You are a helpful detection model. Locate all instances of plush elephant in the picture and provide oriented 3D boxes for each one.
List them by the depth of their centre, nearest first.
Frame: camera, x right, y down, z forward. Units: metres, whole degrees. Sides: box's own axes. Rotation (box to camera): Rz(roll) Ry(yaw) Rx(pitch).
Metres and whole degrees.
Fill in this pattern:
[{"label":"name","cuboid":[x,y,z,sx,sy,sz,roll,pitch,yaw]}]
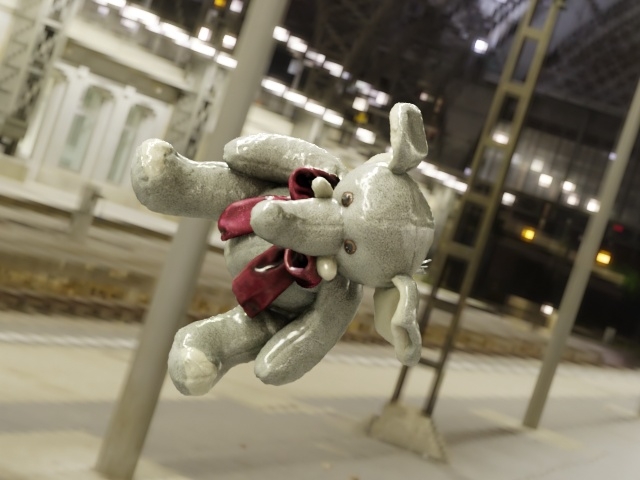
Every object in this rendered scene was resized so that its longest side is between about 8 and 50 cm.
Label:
[{"label":"plush elephant","cuboid":[0.000,0.000,1.315,0.330,0.271,0.255,-1,-15,-20]}]
